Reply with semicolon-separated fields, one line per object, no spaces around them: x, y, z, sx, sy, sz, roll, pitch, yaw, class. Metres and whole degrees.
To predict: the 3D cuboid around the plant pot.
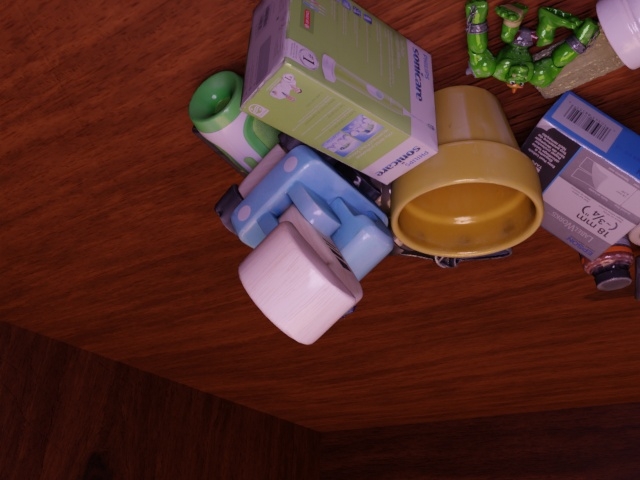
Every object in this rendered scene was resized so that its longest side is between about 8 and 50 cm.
0.247;-0.130;1.049;0.254;0.239;0.254;1;151;1;plant pot

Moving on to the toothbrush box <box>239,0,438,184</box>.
0.036;-0.243;0.900;0.283;0.206;0.122;21;146;-30;toothbrush box

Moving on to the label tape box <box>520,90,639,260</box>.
0.470;-0.086;1.134;0.241;0.106;0.333;37;151;12;label tape box

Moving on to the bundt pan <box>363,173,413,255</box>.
0.117;-0.064;1.299;0.331;0.124;0.331;1;150;1;bundt pan

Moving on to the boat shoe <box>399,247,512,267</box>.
0.311;0.017;1.446;0.301;0.102;0.108;-5;150;13;boat shoe

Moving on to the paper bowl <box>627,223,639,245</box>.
0.736;-0.092;1.141;0.284;0.148;0.284;-1;163;0;paper bowl

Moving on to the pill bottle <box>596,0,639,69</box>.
0.506;-0.337;0.749;0.152;0.152;0.272;25;145;-34;pill bottle

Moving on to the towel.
0.412;-0.291;0.965;0.148;0.027;0.110;-24;142;37;towel

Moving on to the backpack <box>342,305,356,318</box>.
0.008;0.171;1.736;0.158;0.116;0.173;18;150;-24;backpack

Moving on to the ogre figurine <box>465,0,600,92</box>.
0.309;-0.296;0.907;0.197;0.097;0.118;-6;135;-16;ogre figurine

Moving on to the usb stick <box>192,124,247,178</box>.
-0.152;-0.166;1.216;0.077;0.045;0.278;-14;147;26;usb stick

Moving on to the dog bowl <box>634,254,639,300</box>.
0.889;0.054;1.340;0.349;0.102;0.349;-11;175;-1;dog bowl

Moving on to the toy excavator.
0.000;0.000;0.906;0.222;0.445;0.433;-45;139;10;toy excavator

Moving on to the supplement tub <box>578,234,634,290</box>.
0.617;0.007;1.299;0.106;0.197;0.106;-2;154;-1;supplement tub

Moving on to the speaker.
-0.108;-0.177;1.105;0.131;0.131;0.296;-13;147;26;speaker
